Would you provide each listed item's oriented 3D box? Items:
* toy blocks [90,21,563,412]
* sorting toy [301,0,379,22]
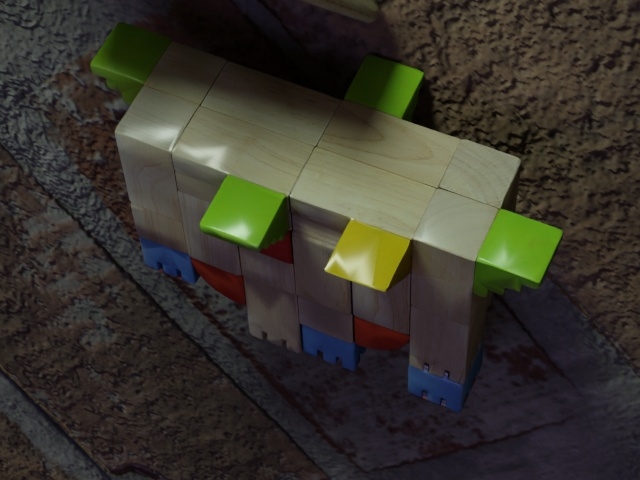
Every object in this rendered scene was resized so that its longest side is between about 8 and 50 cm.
[{"bbox_3d":[0.000,0.000,1.325,0.381,0.190,0.261,20,150,14],"label":"toy blocks"},{"bbox_3d":[-0.111,-0.204,1.121,0.229,0.307,0.041,16,96,22],"label":"sorting toy"}]
